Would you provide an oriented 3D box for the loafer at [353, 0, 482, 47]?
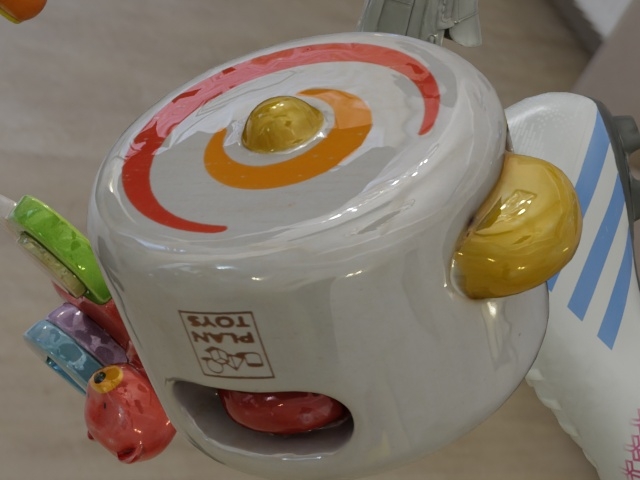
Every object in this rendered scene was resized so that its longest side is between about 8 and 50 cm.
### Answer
[{"bbox_3d":[0.092,-0.201,1.369,0.111,0.319,0.112,18,15,-6],"label":"loafer"}]

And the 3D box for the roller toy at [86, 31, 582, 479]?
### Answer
[{"bbox_3d":[0.000,0.000,0.710,0.191,0.146,0.209,-26,35,-10],"label":"roller toy"}]

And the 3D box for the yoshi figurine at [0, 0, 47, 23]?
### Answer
[{"bbox_3d":[-0.171,-0.356,1.292,0.203,0.362,0.203,39,11,-27],"label":"yoshi figurine"}]

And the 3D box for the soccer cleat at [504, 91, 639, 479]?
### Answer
[{"bbox_3d":[0.169,0.065,1.088,0.143,0.116,0.331,-12,87,-8],"label":"soccer cleat"}]

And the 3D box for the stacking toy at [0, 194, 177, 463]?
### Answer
[{"bbox_3d":[-0.258,0.092,1.585,0.279,0.130,0.309,48,-15,-22],"label":"stacking toy"}]
